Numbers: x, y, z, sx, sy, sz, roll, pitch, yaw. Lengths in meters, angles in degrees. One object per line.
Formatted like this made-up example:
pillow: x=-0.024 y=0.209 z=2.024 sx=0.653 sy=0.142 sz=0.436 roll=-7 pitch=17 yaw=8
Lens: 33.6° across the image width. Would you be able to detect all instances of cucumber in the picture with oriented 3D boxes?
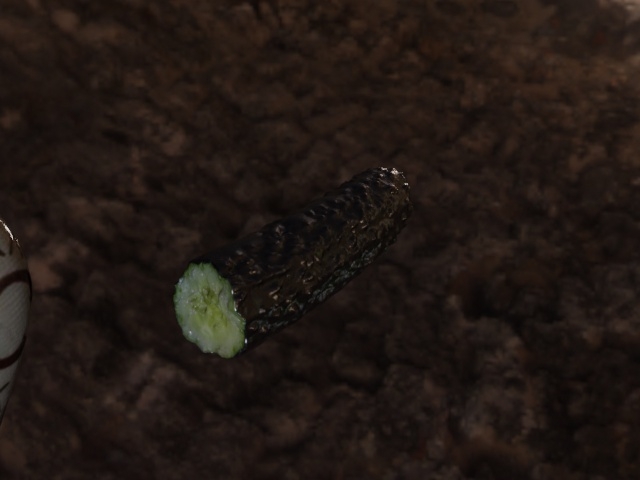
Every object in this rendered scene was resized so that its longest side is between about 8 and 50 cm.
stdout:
cucumber: x=0.002 y=0.001 z=0.772 sx=0.072 sy=0.072 sz=0.300 roll=13 pitch=-155 yaw=28

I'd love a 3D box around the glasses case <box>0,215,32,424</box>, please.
glasses case: x=-0.219 y=0.131 z=0.392 sx=0.137 sy=0.355 sz=0.085 roll=17 pitch=-169 yaw=-40
